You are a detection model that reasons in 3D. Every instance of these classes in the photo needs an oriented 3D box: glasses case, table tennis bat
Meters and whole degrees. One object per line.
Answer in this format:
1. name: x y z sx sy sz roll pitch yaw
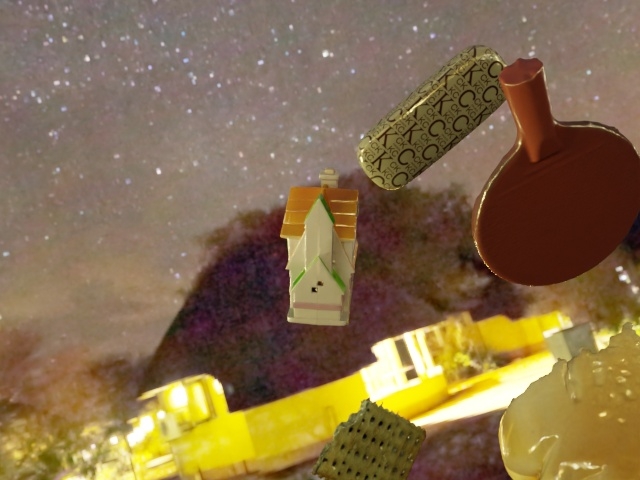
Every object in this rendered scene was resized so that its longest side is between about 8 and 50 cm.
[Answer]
1. glasses case: 0.231 -0.247 1.456 0.354 0.137 0.085 -40 21 5
2. table tennis bat: 0.334 -0.081 1.036 0.268 0.051 0.415 -28 -50 6

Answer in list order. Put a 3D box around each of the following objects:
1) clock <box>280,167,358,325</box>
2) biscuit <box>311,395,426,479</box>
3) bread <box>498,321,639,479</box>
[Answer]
1. clock: 0.000 0.000 1.632 0.166 0.310 0.235 4 24 5
2. biscuit: 0.084 0.327 1.123 0.203 0.144 0.016 36 -15 -36
3. bread: 0.486 0.304 1.061 0.423 0.329 0.245 -16 25 12
